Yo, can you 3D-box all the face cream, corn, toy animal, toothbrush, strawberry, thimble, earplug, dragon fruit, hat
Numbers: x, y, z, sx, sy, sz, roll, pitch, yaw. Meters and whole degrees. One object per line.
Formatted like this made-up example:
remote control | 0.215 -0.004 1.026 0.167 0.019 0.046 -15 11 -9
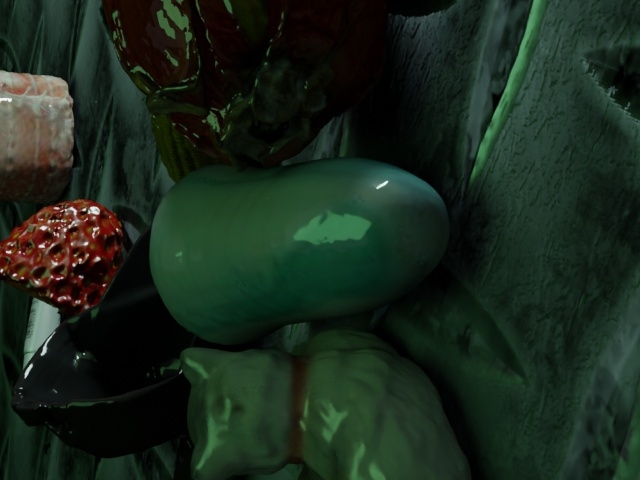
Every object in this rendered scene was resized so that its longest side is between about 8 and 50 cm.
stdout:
face cream | -0.466 0.119 2.152 0.092 0.058 0.243 144 131 -63
corn | -0.140 -0.123 1.430 0.261 0.097 0.097 90 174 -72
toy animal | 0.002 0.206 1.081 0.266 0.188 0.307 -21 63 45
toothbrush | 0.028 0.114 1.225 0.019 0.013 0.193 -107 34 -47
strawberry | -0.375 0.022 1.854 0.234 0.234 0.178 9 72 63
thimble | -0.522 -0.174 2.179 0.239 0.162 0.239 -15 73 63
earplug | 0.000 0.000 1.157 0.324 0.185 0.184 -8 79 54
dragon fruit | -0.069 -0.225 1.190 0.342 0.278 0.277 56 135 51
hat | -0.166 0.139 1.482 0.336 0.209 0.238 -48 37 -12
